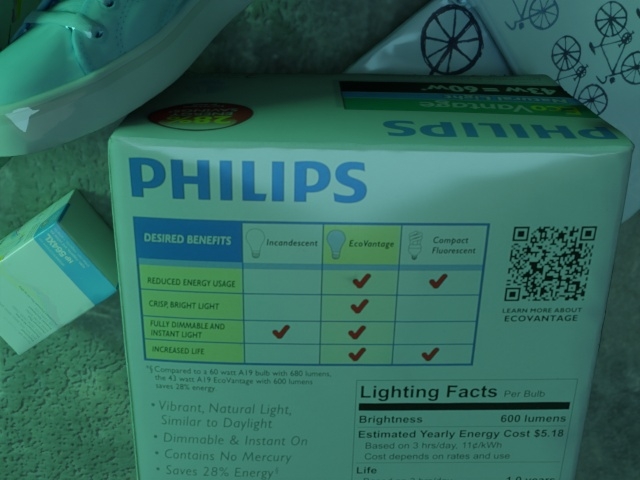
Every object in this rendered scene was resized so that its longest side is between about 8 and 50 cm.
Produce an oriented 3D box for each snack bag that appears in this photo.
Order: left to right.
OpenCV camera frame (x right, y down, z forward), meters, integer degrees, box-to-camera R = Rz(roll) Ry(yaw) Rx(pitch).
[{"bbox_3d":[0.210,-0.124,0.777,0.342,0.037,0.323,-37,112,4],"label":"snack bag"}]

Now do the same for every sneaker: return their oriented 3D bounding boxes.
[{"bbox_3d":[-0.138,-0.213,0.593,0.135,0.366,0.150,8,137,39],"label":"sneaker"}]

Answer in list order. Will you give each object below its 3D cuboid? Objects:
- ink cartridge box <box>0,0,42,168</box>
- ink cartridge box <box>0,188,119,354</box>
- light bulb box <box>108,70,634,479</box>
[{"bbox_3d":[-0.328,-0.150,0.639,0.171,0.233,0.168,8,112,-8],"label":"ink cartridge box"},{"bbox_3d":[-0.277,0.035,0.805,0.143,0.092,0.090,-32,113,10],"label":"ink cartridge box"},{"bbox_3d":[0.030,0.054,0.692,0.357,0.225,0.361,1,114,-2],"label":"light bulb box"}]
